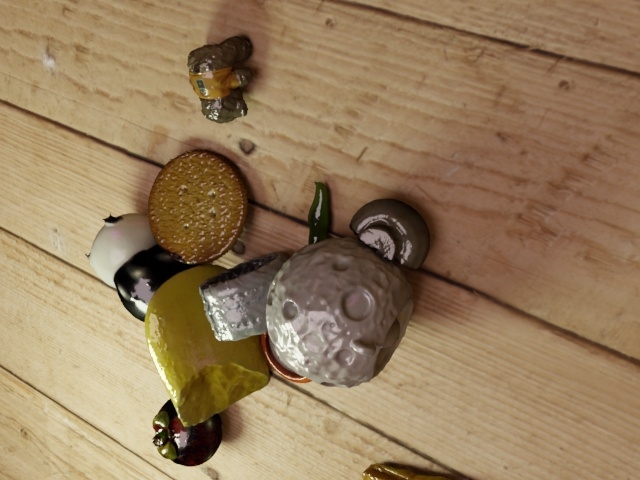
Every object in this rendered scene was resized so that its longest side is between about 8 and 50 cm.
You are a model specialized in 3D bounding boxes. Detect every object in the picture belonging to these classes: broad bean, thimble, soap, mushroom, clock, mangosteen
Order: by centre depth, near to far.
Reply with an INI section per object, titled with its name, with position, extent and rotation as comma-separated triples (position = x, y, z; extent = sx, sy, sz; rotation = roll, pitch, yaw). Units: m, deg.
[mushroom]
position = 0.161, -0.028, 1.628
extent = 0.188, 0.141, 0.117
rotation = 31, 101, 17
[broad bean]
position = -0.001, 0.000, 1.804
extent = 0.060, 0.043, 0.297
rotation = 4, 112, 21
[thimble]
position = -0.168, 0.138, 1.850
extent = 0.157, 0.245, 0.217
rotation = 69, 165, -7
[clock]
position = -0.070, 0.280, 1.959
extent = 0.205, 0.051, 0.205
rotation = 14, 116, 31
[soap]
position = -0.293, 0.273, 1.963
extent = 0.115, 0.306, 0.427
rotation = 23, 133, 60
[mangosteen]
position = -0.397, 0.571, 2.202
extent = 0.216, 0.216, 0.216
rotation = 13, 116, 29

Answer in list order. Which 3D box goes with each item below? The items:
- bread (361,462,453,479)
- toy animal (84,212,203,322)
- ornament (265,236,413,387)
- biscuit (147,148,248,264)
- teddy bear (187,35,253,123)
[bread]
position = 0.237, 0.649, 1.886
extent = 0.271, 0.077, 0.139
rotation = -2, 111, 36
[toy animal]
position = -0.489, 0.068, 2.052
extent = 0.310, 0.251, 0.251
rotation = 38, 126, 7
[ornament]
position = 0.035, 0.153, 1.659
extent = 0.337, 0.337, 0.337
rotation = 13, 116, 29
[biscuit]
position = -0.318, -0.087, 1.931
extent = 0.305, 0.038, 0.305
rotation = -1, 89, 24
[teddy bear]
position = -0.243, -0.372, 1.764
extent = 0.177, 0.140, 0.190
rotation = -1, 116, 31
